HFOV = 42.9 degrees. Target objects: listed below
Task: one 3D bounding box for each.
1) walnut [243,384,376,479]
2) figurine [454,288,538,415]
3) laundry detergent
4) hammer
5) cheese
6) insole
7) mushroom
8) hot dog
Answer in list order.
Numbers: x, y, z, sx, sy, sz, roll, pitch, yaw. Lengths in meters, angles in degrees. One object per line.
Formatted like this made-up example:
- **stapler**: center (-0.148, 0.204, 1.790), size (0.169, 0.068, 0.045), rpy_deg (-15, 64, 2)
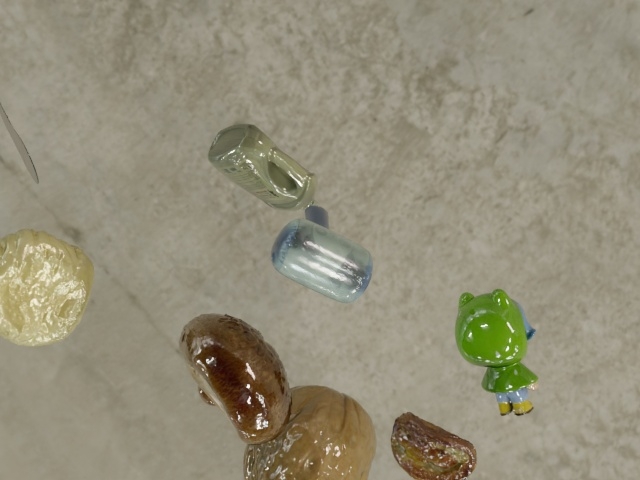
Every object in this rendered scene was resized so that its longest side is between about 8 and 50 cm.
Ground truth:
- **walnut**: center (-0.026, 0.459, 1.718), size (0.277, 0.313, 0.252), rpy_deg (6, 151, 48)
- **figurine**: center (0.364, 0.226, 1.655), size (0.162, 0.143, 0.264), rpy_deg (-10, 98, 52)
- **laundry detergent**: center (-0.098, -0.137, 1.680), size (0.253, 0.091, 0.181), rpy_deg (36, 155, -32)
- **hammer**: center (0.000, 0.000, 0.962), size (0.116, 0.194, 0.070), rpy_deg (25, 108, -12)
- **cheese**: center (-0.560, 0.094, 1.585), size (0.117, 0.214, 0.226), rpy_deg (24, 87, 55)
- **insole**: center (-0.524, -0.172, 1.410), size (0.232, 0.003, 0.080), rpy_deg (50, 151, 37)
- **mushroom**: center (-0.145, 0.232, 1.422), size (0.253, 0.153, 0.253), rpy_deg (49, 168, 14)
- **hot dog**: center (0.176, 0.333, 1.298), size (0.147, 0.065, 0.099), rpy_deg (25, 117, 27)
